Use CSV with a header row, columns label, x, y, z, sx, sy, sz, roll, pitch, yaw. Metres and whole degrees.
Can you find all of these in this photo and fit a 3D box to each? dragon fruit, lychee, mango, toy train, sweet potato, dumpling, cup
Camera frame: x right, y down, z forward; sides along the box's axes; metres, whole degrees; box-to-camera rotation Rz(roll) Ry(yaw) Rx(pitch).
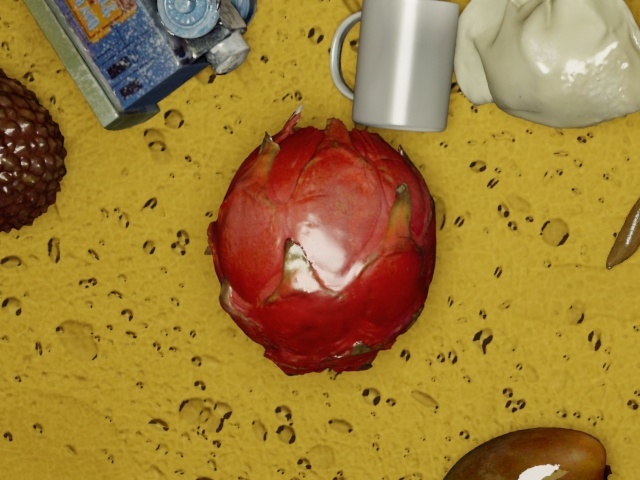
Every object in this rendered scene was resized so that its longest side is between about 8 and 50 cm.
label,x,y,z,sx,sy,sz,roll,pitch,yaw
dragon fruit,0.005,0.009,1.233,0.241,0.241,0.252,28,89,8
lychee,-0.364,-0.089,1.332,0.188,0.188,0.188,2,97,12
mango,0.180,0.283,1.283,0.133,0.111,0.267,43,103,-12
toy train,-0.207,-0.276,1.297,0.202,0.131,0.300,-33,88,22
sweet potato,0.320,-0.020,1.260,0.026,0.026,0.115,25,99,8
dumpling,0.227,-0.188,1.193,0.126,0.216,0.166,-15,111,-16
cup,0.078,-0.182,1.268,0.099,0.136,0.133,1,99,-22
